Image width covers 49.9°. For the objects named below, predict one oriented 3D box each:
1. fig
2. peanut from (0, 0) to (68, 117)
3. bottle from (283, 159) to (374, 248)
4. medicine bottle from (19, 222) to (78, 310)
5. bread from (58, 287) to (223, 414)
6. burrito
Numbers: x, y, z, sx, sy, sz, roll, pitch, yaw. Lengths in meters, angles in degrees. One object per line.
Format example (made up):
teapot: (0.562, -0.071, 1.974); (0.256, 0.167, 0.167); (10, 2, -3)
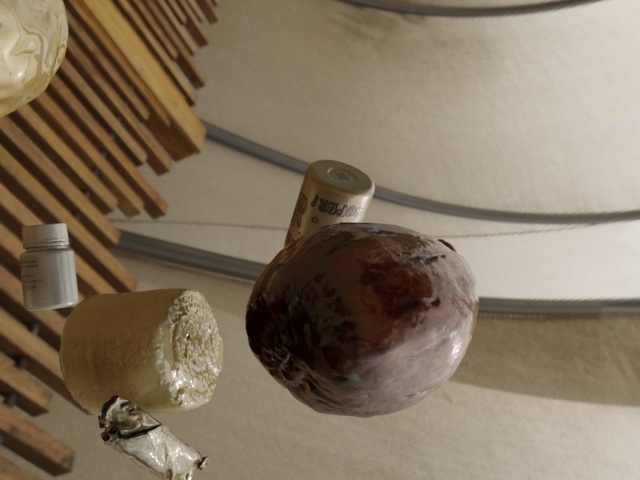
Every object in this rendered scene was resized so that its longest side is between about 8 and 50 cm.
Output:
fig: (0.050, 0.083, 0.749); (0.263, 0.224, 0.224); (-8, -139, -3)
peanut: (-0.247, -0.101, 0.284); (0.111, 0.275, 0.125); (8, -83, 60)
bottle: (0.000, 0.000, 0.975); (0.097, 0.209, 0.110); (16, -150, -3)
medicine bottle: (-0.423, 0.040, 1.068); (0.080, 0.080, 0.130); (-6, -91, 31)
bread: (-0.204, 0.131, 0.802); (0.141, 0.148, 0.134); (-6, -135, 17)
burrito: (-0.178, 0.222, 0.738); (0.042, 0.171, 0.051); (5, -124, 28)
